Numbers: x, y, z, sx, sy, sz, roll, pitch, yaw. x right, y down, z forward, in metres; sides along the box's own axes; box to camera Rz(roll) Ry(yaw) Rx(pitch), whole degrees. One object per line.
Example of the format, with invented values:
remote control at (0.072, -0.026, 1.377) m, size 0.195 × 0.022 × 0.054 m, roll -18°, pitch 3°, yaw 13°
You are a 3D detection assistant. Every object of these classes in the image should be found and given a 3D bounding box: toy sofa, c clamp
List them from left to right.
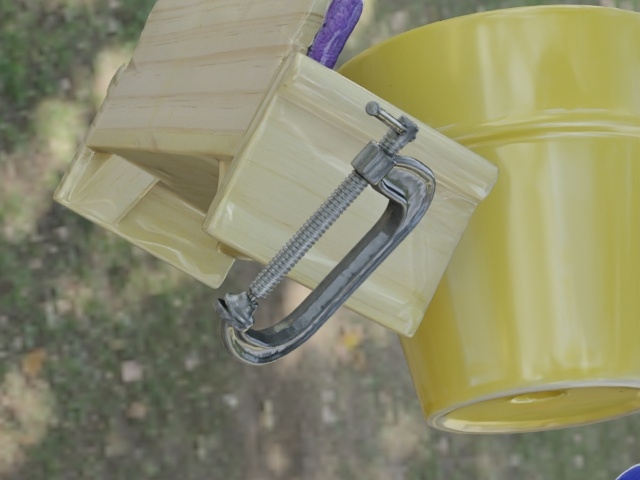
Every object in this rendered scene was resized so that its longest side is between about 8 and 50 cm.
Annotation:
toy sofa at (-0.033, -0.061, 1.225) m, size 0.150 × 0.362 × 0.177 m, roll 30°, pitch 82°, yaw -22°
c clamp at (0.000, 0.000, 0.929) m, size 0.022 × 0.160 × 0.137 m, roll 45°, pitch 13°, yaw 23°

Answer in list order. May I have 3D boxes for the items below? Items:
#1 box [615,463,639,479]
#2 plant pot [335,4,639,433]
box at (0.141, 0.165, 0.818) m, size 0.081 × 0.028 × 0.136 m, roll 5°, pitch 105°, yaw -41°
plant pot at (0.137, -0.002, 1.254) m, size 0.254 × 0.254 × 0.239 m, roll 21°, pitch 60°, yaw -56°
